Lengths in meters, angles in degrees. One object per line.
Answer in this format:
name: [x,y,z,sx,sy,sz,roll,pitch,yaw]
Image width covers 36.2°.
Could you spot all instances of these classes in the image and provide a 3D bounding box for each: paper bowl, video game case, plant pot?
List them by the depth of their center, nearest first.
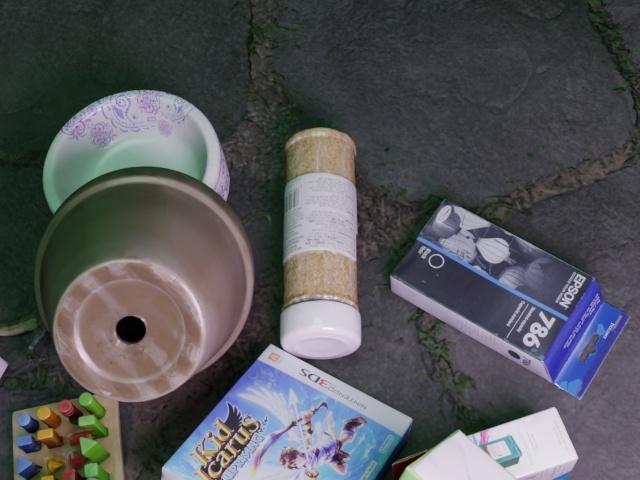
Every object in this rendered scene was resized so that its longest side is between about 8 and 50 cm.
plant pot: [-0.246,0.078,1.333,0.323,0.280,0.323,-1,103,-5]
video game case: [-0.041,0.293,1.348,0.244,0.061,0.269,25,45,18]
paper bowl: [-0.289,-0.089,1.579,0.284,0.148,0.284,-2,62,4]

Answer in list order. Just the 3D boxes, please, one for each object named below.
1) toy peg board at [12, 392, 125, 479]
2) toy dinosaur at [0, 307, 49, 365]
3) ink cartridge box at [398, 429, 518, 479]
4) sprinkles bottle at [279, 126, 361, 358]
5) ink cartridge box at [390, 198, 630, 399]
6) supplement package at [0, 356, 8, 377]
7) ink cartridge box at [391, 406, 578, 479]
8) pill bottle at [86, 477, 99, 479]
toy peg board: [-0.377,0.301,1.424,0.160,0.079,0.161,-11,61,0]
toy dinosaur: [-0.416,0.131,1.529,0.268,0.064,0.118,-23,65,5]
ink cartridge box: [0.147,0.433,1.211,0.207,0.353,0.119,40,38,22]
sprinkles bottle: [0.000,0.000,1.516,0.121,0.121,0.355,-3,62,5]
ink cartridge box: [0.286,0.083,1.477,0.332,0.065,0.165,29,69,18]
supplement package: [-0.611,0.174,1.393,0.175,0.293,0.177,18,66,14]
ink cartridge box: [0.218,0.312,1.322,0.231,0.134,0.078,-18,63,-3]
pill bottle: [-0.329,0.482,1.266,0.181,0.181,0.323,21,66,16]
